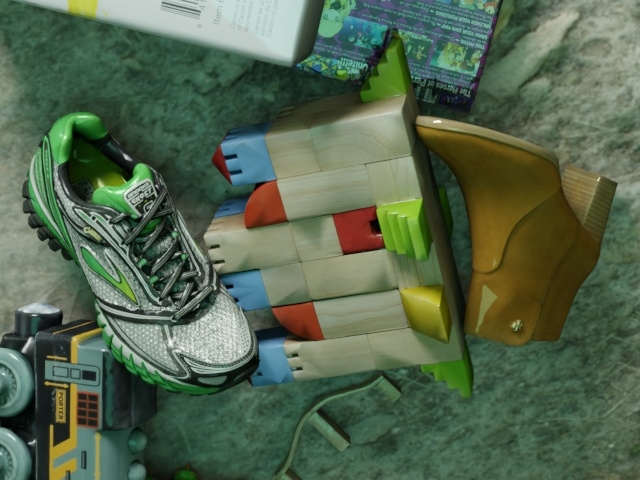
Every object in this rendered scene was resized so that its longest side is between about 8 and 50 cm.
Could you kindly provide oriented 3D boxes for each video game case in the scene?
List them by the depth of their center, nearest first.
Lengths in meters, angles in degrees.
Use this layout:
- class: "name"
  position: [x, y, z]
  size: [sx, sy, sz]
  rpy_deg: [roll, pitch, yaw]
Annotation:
- class: "video game case"
  position: [0.077, -0.265, 1.317]
  size: [0.232, 0.042, 0.210]
  rpy_deg: [13, 104, -3]

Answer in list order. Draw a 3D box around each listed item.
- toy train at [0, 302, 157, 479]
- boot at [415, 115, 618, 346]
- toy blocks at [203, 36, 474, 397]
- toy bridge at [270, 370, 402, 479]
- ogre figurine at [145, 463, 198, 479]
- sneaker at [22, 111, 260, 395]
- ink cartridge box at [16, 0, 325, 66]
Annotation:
- class: "toy train"
  position: [-0.277, 0.238, 1.362]
  size: [0.190, 0.142, 0.334]
  rpy_deg: [4, 96, 22]
- class: "boot"
  position: [0.188, 0.000, 1.309]
  size: [0.295, 0.104, 0.211]
  rpy_deg: [18, 95, -35]
- class: "toy blocks"
  position: [0.000, 0.000, 1.333]
  size: [0.260, 0.191, 0.382]
  rpy_deg: [-9, 114, 15]
- class: "toy bridge"
  position: [0.008, 0.220, 1.453]
  size: [0.063, 0.026, 0.188]
  rpy_deg: [44, 100, -8]
- class: "ogre figurine"
  position: [-0.163, 0.333, 1.448]
  size: [0.197, 0.097, 0.118]
  rpy_deg: [18, 116, 7]
- class: "sneaker"
  position: [-0.188, 0.015, 1.267]
  size: [0.134, 0.146, 0.343]
  rpy_deg: [-35, 75, -32]
- class: "ink cartridge box"
  position: [-0.170, -0.353, 1.212]
  size: [0.384, 0.160, 0.279]
  rpy_deg: [15, 104, 4]
